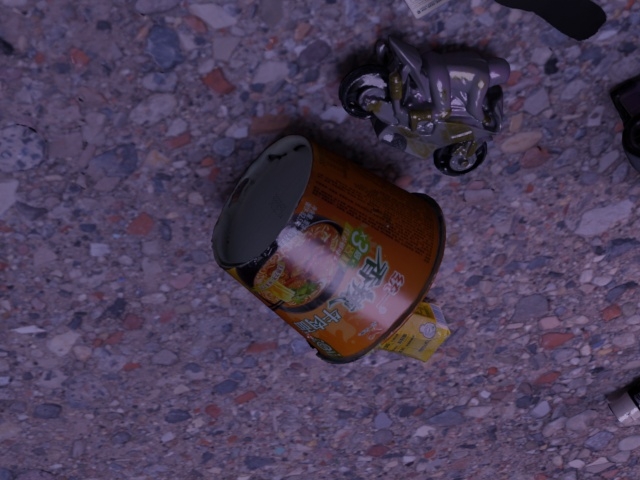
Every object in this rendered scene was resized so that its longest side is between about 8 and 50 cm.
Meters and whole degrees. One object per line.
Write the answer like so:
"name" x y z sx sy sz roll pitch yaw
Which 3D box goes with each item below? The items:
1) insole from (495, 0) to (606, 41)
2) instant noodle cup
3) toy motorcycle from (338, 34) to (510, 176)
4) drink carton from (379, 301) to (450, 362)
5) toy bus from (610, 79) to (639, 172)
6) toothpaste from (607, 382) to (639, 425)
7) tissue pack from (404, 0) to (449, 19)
"insole" 0.237 -0.264 1.145 0.188 0.004 0.064 21 126 -32
"instant noodle cup" 0.000 0.000 1.209 0.182 0.230 0.230 34 119 -29
"toy motorcycle" 0.136 -0.157 1.179 0.225 0.073 0.152 28 121 -37
"drink carton" 0.072 0.104 1.427 0.200 0.074 0.084 15 129 -29
"toy bus" 0.521 -0.022 1.153 0.249 0.440 0.209 -30 134 13
"toothpaste" 0.555 0.228 1.704 0.193 0.045 0.071 -38 140 14
"tissue pack" 0.116 -0.271 1.078 0.083 0.042 0.062 -30 136 15
